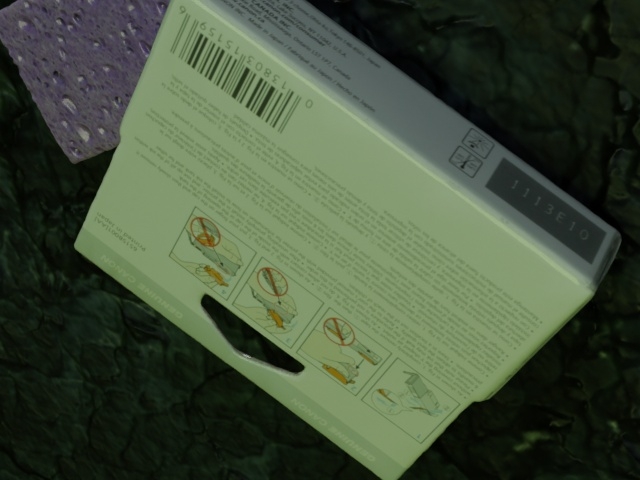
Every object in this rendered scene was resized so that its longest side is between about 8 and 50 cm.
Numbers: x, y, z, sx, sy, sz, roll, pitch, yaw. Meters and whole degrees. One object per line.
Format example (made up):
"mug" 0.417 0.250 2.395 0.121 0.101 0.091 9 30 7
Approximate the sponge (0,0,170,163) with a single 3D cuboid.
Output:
"sponge" -0.118 -0.130 0.748 0.210 0.031 0.117 -15 107 39

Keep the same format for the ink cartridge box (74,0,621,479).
"ink cartridge box" 0.000 0.000 0.704 0.275 0.060 0.239 37 137 2
